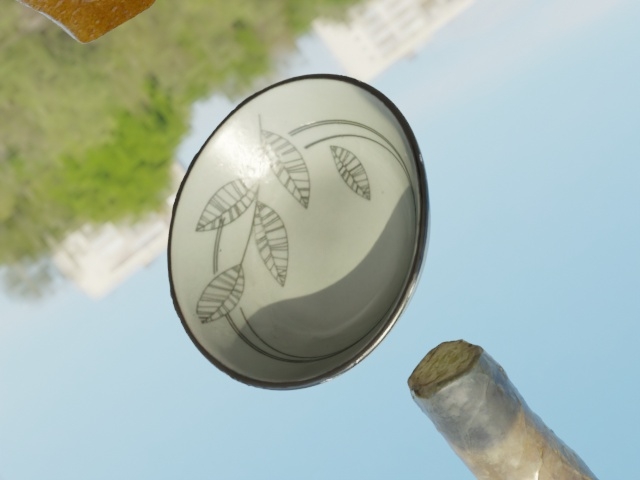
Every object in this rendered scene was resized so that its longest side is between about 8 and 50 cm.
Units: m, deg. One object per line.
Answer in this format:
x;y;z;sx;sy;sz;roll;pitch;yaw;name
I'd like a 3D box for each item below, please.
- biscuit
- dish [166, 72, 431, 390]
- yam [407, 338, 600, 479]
-0.164;-0.267;1.648;0.215;0.034;0.182;-45;154;7;biscuit
0.000;0.000;1.907;0.316;0.316;0.106;-33;149;24;dish
0.190;0.213;1.522;0.081;0.356;0.081;-31;-155;16;yam
